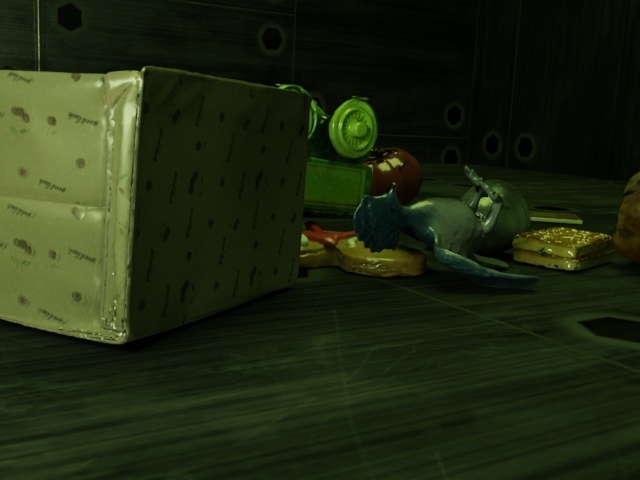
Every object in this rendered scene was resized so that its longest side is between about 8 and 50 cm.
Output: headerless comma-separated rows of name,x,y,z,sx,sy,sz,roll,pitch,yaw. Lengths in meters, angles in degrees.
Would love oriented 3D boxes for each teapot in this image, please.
teapot,0.229,-0.031,1.122,0.108,0.111,0.149,-24,30,-39

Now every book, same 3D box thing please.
book,0.465,-0.053,1.595,0.172,0.012,0.118,5,10,10

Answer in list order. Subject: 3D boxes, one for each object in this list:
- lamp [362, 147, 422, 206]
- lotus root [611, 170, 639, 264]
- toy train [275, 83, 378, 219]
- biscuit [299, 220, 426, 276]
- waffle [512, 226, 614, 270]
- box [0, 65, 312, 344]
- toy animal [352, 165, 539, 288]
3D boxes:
lamp,0.122,-0.114,1.530,0.181,0.140,0.182,-12,19,4
lotus root,0.561,-0.032,1.007,0.290,0.193,0.193,9,12,37
toy train,-0.038,-0.125,1.094,0.271,0.188,0.159,4,4,-38
biscuit,0.000,0.000,1.047,0.339,0.047,0.216,11,14,43
waffle,0.357,0.011,1.086,0.102,0.043,0.148,13,14,40
box,-0.161,-0.048,0.737,0.190,0.225,0.297,8,9,25
toy animal,0.152,-0.011,0.948,0.255,0.176,0.239,48,-1,-35
